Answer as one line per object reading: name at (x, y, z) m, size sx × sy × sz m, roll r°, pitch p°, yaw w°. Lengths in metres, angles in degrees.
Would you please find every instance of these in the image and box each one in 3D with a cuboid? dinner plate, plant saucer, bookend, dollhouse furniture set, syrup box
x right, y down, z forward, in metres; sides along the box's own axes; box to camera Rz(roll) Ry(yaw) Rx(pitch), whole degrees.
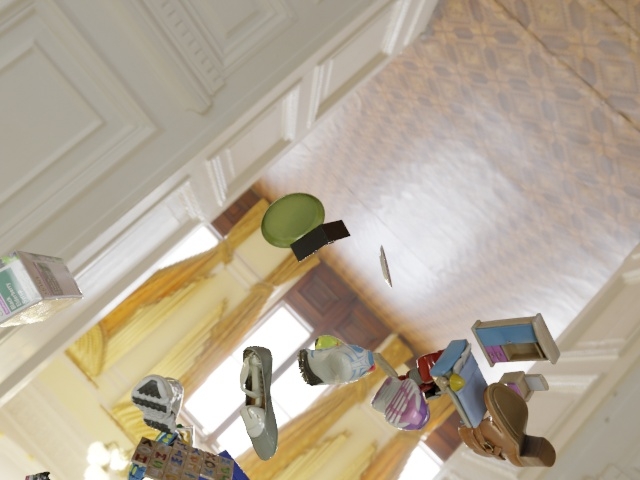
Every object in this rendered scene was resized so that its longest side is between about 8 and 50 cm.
dinner plate at (0.198, 0.081, 1.777) m, size 0.141 × 0.017 × 0.141 m, roll -13°, pitch -90°, yaw -79°
plant saucer at (-0.102, -0.077, 2.057) m, size 0.241 × 0.241 × 0.037 m, roll 59°, pitch 180°, yaw -43°
bookend at (0.000, 0.000, 2.084) m, size 0.156 × 0.157 × 0.072 m, roll -15°, pitch -106°, yaw -58°
dollhouse furniture set at (0.479, 0.378, 1.514) m, size 0.198 × 0.303 × 0.286 m, roll -17°, pitch 107°, yaw 48°
syrup box at (-0.515, 0.087, 1.027) m, size 0.093 × 0.096 × 0.237 m, roll 59°, pitch 171°, yaw 1°

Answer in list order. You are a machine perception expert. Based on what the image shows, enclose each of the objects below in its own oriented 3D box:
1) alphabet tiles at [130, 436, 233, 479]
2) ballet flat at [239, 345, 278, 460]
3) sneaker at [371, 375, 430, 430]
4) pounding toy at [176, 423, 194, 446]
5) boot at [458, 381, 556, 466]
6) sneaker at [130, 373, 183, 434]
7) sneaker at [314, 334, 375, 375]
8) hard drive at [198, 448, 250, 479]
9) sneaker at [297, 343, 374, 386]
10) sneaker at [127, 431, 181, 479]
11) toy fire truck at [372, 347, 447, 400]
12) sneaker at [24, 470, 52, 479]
alphabet tiles at (-0.320, 0.527, 1.358) m, size 0.237 × 0.009 × 0.198 m, roll 23°, pitch -176°, yaw -7°
ballet flat at (-0.125, 0.302, 1.090) m, size 0.072 × 0.213 × 0.068 m, roll -24°, pitch 148°, yaw 35°
sneaker at (0.181, 0.341, 1.169) m, size 0.105 × 0.095 × 0.236 m, roll 38°, pitch 171°, yaw 0°
pounding toy at (-0.547, 0.749, 2.186) m, size 0.100 × 0.130 × 0.141 m, roll 129°, pitch 140°, yaw -77°
boot at (0.450, 0.482, 1.512) m, size 0.283 × 0.109 × 0.220 m, roll 46°, pitch 147°, yaw -17°
sneaker at (-0.411, 0.399, 1.497) m, size 0.110 × 0.118 × 0.292 m, roll 19°, pitch 145°, yaw 4°
sneaker at (0.075, 0.328, 1.663) m, size 0.209 × 0.081 × 0.094 m, roll 31°, pitch 151°, yaw -26°
hard drive at (-0.358, 0.728, 1.602) m, size 0.210 × 0.319 × 0.040 m, roll 21°, pitch 132°, yaw 56°
sneaker at (0.025, 0.263, 1.228) m, size 0.237 × 0.086 × 0.085 m, roll -18°, pitch 78°, yaw 57°
sneaker at (-0.468, 0.622, 1.639) m, size 0.067 × 0.188 × 0.078 m, roll 28°, pitch 160°, yaw 45°
toy fire truck at (0.309, 0.420, 1.885) m, size 0.217 × 0.246 × 0.158 m, roll -51°, pitch 43°, yaw 49°
sneaker at (-0.822, 0.777, 1.751) m, size 0.072 × 0.077 × 0.178 m, roll -126°, pitch 17°, yaw -68°
